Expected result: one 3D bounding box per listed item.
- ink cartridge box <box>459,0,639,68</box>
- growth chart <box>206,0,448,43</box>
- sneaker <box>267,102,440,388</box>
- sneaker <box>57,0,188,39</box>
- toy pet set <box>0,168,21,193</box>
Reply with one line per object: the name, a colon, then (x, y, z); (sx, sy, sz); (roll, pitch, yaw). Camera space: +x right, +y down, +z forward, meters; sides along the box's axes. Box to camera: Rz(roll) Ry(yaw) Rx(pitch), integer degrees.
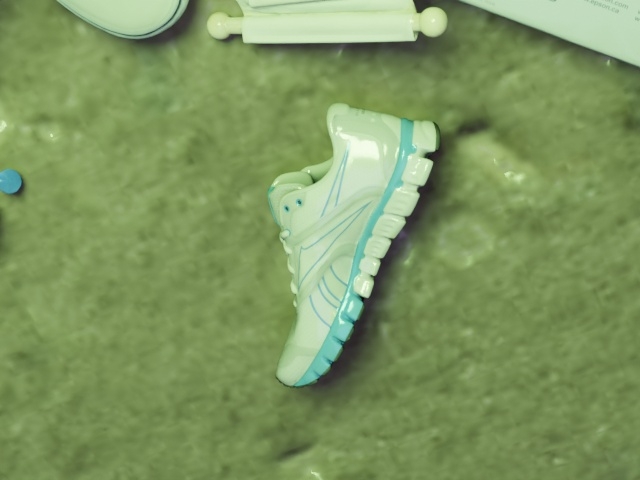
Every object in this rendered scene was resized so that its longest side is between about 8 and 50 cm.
ink cartridge box: (0.167, -0.214, 0.797); (0.223, 0.045, 0.224); (19, 116, -12)
growth chart: (-0.007, -0.207, 0.774); (0.172, 0.021, 0.237); (12, 123, 24)
sneaker: (0.000, 0.000, 0.906); (0.083, 0.071, 0.191); (21, 108, -6)
sneaker: (-0.157, -0.204, 0.764); (0.094, 0.091, 0.258); (-29, 115, 15)
toy pet set: (-0.267, -0.028, 0.892); (0.122, 0.065, 0.114); (39, 76, -24)
